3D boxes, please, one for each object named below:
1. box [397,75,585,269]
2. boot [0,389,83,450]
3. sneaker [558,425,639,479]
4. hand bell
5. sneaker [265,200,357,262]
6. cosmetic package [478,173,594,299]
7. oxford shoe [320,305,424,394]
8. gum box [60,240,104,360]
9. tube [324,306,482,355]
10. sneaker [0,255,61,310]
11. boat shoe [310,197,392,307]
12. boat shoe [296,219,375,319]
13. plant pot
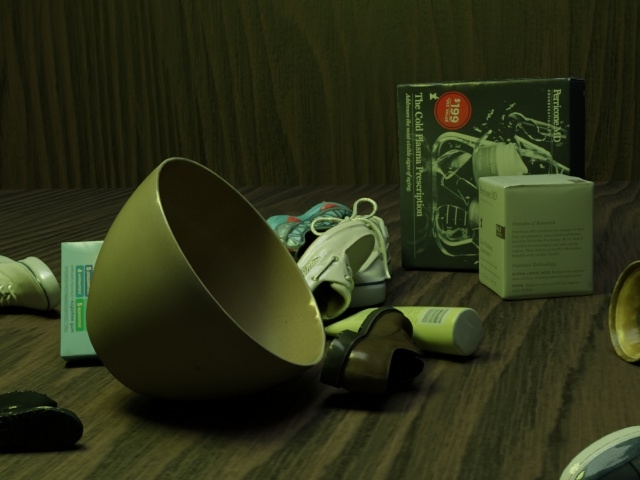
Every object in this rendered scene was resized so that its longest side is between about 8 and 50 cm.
[{"bbox_3d":[0.317,-0.124,1.881,0.313,0.343,0.179,1,8,22],"label":"box"},{"bbox_3d":[-0.302,0.187,1.083,0.121,0.045,0.099,-3,6,1],"label":"boot"},{"bbox_3d":[0.303,0.194,0.749,0.226,0.086,0.163,-3,7,-13],"label":"sneaker"},{"bbox_3d":[0.501,0.103,1.284,0.242,0.126,0.126,8,7,-12],"label":"hand bell"},{"bbox_3d":[0.000,0.000,2.052,0.125,0.104,0.262,27,30,36],"label":"sneaker"},{"bbox_3d":[0.349,-0.011,1.671,0.151,0.183,0.151,-3,9,-7],"label":"cosmetic package"},{"bbox_3d":[0.080,0.139,1.215,0.096,0.082,0.227,18,17,16],"label":"oxford shoe"},{"bbox_3d":[-0.253,0.078,1.376,0.184,0.157,0.041,-3,-16,-2],"label":"gum box"},{"bbox_3d":[0.107,0.116,1.378,0.240,0.062,0.070,0,-26,47],"label":"tube"},{"bbox_3d":[-0.513,0.082,1.685,0.091,0.094,0.258,-32,22,-35],"label":"sneaker"},{"bbox_3d":[0.059,0.009,1.708,0.136,0.156,0.367,0,10,14],"label":"boat shoe"},{"bbox_3d":[0.005,0.071,1.462,0.096,0.098,0.277,24,47,31],"label":"boat shoe"},{"bbox_3d":[-0.155,0.075,1.180,0.191,0.284,0.284,-37,-1,17],"label":"plant pot"}]
